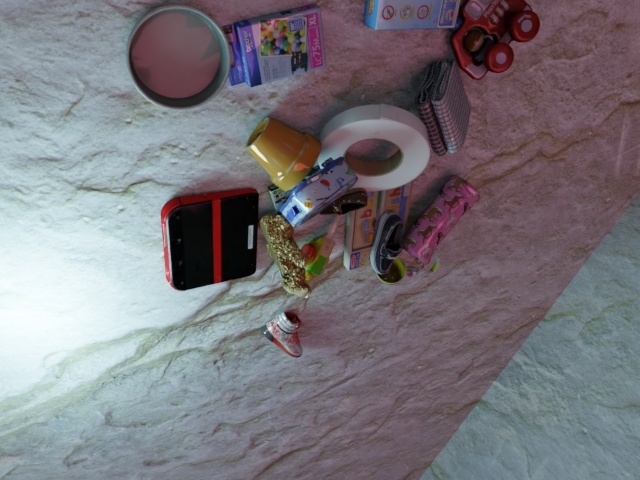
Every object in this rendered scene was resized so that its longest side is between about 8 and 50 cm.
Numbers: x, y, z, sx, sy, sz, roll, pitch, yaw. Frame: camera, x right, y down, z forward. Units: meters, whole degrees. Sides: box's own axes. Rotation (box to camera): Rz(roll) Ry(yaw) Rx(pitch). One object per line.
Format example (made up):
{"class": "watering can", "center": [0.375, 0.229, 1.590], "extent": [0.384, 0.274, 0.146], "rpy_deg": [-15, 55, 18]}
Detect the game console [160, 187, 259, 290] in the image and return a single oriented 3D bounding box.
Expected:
{"class": "game console", "center": [-0.390, 0.001, 1.891], "extent": [0.341, 0.060, 0.387], "rpy_deg": [-13, 129, -26]}

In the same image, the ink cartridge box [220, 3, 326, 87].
{"class": "ink cartridge box", "center": [-0.139, -0.580, 1.583], "extent": [0.310, 0.065, 0.186], "rpy_deg": [-18, 130, -13]}

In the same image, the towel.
{"class": "towel", "center": [0.427, -0.470, 1.842], "extent": [0.121, 0.284, 0.235], "rpy_deg": [-7, 134, 31]}

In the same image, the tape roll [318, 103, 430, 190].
{"class": "tape roll", "center": [0.182, -0.309, 1.812], "extent": [0.391, 0.072, 0.392], "rpy_deg": [2, 149, 1]}

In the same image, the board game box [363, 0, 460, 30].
{"class": "board game box", "center": [0.300, -0.819, 1.619], "extent": [0.301, 0.086, 0.309], "rpy_deg": [-10, 127, -21]}

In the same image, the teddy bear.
{"class": "teddy bear", "center": [-0.116, 0.055, 1.936], "extent": [0.113, 0.338, 0.245], "rpy_deg": [-23, 174, -18]}

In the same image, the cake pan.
{"class": "cake pan", "center": [-0.401, -0.518, 1.491], "extent": [0.293, 0.054, 0.293], "rpy_deg": [-14, 129, -18]}

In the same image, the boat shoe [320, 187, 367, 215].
{"class": "boat shoe", "center": [0.079, -0.132, 1.968], "extent": [0.206, 0.073, 0.073], "rpy_deg": [-18, 147, 25]}

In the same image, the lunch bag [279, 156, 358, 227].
{"class": "lunch bag", "center": [-0.017, -0.154, 1.751], "extent": [0.243, 0.115, 0.303], "rpy_deg": [-36, 178, -18]}

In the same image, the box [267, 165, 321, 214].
{"class": "box", "center": [-0.080, -0.183, 1.923], "extent": [0.206, 0.036, 0.114], "rpy_deg": [-25, 132, -10]}

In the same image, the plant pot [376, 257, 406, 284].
{"class": "plant pot", "center": [0.307, 0.144, 2.324], "extent": [0.134, 0.134, 0.095], "rpy_deg": [-24, 157, -10]}

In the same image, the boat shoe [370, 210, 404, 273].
{"class": "boat shoe", "center": [0.285, 0.030, 2.153], "extent": [0.108, 0.102, 0.302], "rpy_deg": [-9, 127, -26]}

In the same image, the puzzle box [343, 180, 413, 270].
{"class": "puzzle box", "center": [0.232, -0.078, 2.150], "extent": [0.271, 0.052, 0.409], "rpy_deg": [-14, 129, -21]}

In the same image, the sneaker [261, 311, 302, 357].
{"class": "sneaker", "center": [-0.122, 0.411, 2.307], "extent": [0.145, 0.090, 0.270], "rpy_deg": [-40, 130, 8]}

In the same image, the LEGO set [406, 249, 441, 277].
{"class": "LEGO set", "center": [0.476, 0.051, 2.345], "extent": [0.132, 0.107, 0.287], "rpy_deg": [-7, 127, -24]}

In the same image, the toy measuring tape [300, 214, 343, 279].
{"class": "toy measuring tape", "center": [0.000, 0.000, 2.083], "extent": [0.121, 0.121, 0.330], "rpy_deg": [25, 87, -39]}

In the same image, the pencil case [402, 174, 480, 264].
{"class": "pencil case", "center": [0.498, -0.089, 2.187], "extent": [0.160, 0.167, 0.386], "rpy_deg": [38, 93, 1]}

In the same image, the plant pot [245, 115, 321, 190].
{"class": "plant pot", "center": [-0.133, -0.298, 1.717], "extent": [0.188, 0.205, 0.205], "rpy_deg": [36, 103, -25]}

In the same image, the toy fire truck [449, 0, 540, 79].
{"class": "toy fire truck", "center": [0.570, -0.727, 1.803], "extent": [0.253, 0.169, 0.302], "rpy_deg": [35, 104, -16]}
